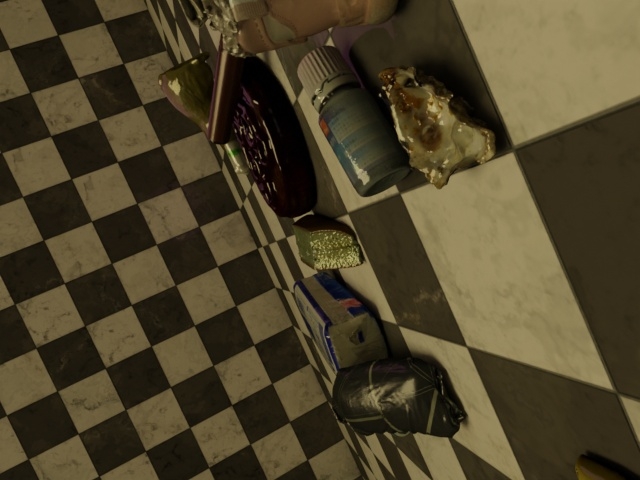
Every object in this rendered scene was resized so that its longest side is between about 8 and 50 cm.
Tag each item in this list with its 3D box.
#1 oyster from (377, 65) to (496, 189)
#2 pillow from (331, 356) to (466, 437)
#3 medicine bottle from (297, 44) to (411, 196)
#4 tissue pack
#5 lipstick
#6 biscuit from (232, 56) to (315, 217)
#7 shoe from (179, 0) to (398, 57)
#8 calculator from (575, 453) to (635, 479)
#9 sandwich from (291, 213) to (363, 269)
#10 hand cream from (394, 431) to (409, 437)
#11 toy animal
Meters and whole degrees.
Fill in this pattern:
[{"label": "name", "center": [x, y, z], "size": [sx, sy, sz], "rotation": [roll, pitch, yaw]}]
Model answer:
[{"label": "oyster", "center": [0.112, -0.128, 0.452], "size": [0.148, 0.051, 0.103], "rotation": [54, 153, 7]}, {"label": "pillow", "center": [0.132, 0.321, 0.886], "size": [0.335, 0.093, 0.161], "rotation": [-28, 81, 47]}, {"label": "medicine bottle", "center": [0.041, -0.162, 0.591], "size": [0.203, 0.084, 0.083], "rotation": [64, 166, 11]}, {"label": "tissue pack", "center": [0.048, 0.212, 1.101], "size": [0.209, 0.137, 0.270], "rotation": [69, 169, -22]}, {"label": "lipstick", "center": [-0.189, -0.353, 0.914], "size": [0.057, 0.057, 0.356], "rotation": [58, 144, 28]}, {"label": "biscuit", "center": [-0.141, -0.242, 1.100], "size": [0.407, 0.091, 0.407], "rotation": [59, 165, 26]}, {"label": "shoe", "center": [-0.077, -0.326, 0.503], "size": [0.351, 0.198, 0.171], "rotation": [46, 155, 49]}, {"label": "calculator", "center": [0.342, 0.309, 0.397], "size": [0.236, 0.033, 0.157], "rotation": [14, 128, 69]}, {"label": "sandwich", "center": [0.000, 0.000, 1.001], "size": [0.258, 0.096, 0.094], "rotation": [25, 133, 65]}, {"label": "hand cream", "center": [0.204, 0.496, 1.191], "size": [0.088, 0.055, 0.256], "rotation": [61, 172, 18]}, {"label": "toy animal", "center": [-0.300, -0.386, 1.321], "size": [0.363, 0.180, 0.181], "rotation": [48, -176, -32]}]
